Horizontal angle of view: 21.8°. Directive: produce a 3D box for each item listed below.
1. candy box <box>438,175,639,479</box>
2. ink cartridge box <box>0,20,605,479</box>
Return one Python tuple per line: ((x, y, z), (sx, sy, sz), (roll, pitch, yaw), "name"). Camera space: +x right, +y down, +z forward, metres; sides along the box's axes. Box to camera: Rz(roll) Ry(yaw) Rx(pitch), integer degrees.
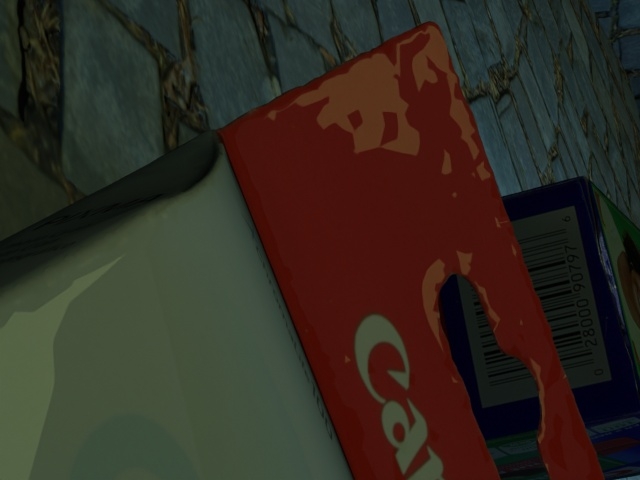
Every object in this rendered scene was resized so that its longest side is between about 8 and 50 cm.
((0.065, 0.079, 0.902), (0.317, 0.268, 0.122), (22, 56, -67), "candy box")
((0.014, 0.118, 0.508), (0.385, 0.091, 0.308), (-33, 106, -46), "ink cartridge box")
